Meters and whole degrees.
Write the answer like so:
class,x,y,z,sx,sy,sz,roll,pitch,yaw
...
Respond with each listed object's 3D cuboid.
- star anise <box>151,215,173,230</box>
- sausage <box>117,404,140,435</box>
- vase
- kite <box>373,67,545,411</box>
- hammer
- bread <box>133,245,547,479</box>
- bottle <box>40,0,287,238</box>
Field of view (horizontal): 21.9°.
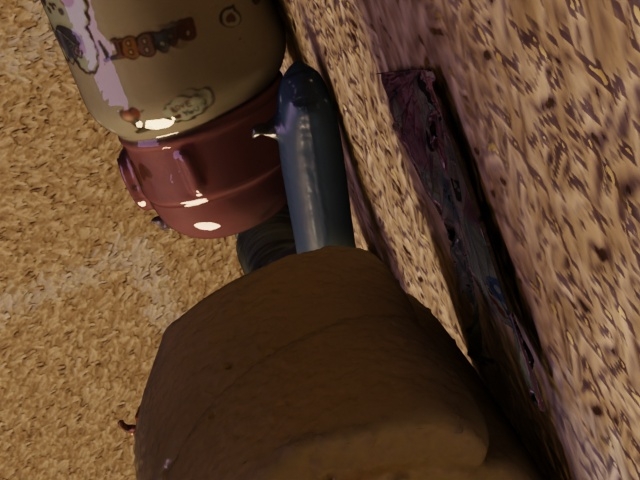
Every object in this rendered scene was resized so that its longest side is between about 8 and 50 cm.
class,x,y,z,sx,sy,sz,roll,pitch,yaw
star anise,-0.089,-0.138,1.030,0.230,0.081,0.262,83,175,-75
sausage,-0.040,0.095,1.013,0.065,0.169,0.065,155,90,-88
vase,-0.037,0.002,1.284,0.211,0.060,0.060,-117,6,-68
kite,0.042,-0.003,0.513,0.156,0.011,0.139,74,176,-51
hammer,0.000,0.000,0.787,0.116,0.069,0.194,-116,13,-52
bread,0.008,0.094,0.574,0.148,0.134,0.141,65,179,-25
bottle,-0.077,-0.112,0.811,0.110,0.110,0.233,-121,10,-67
